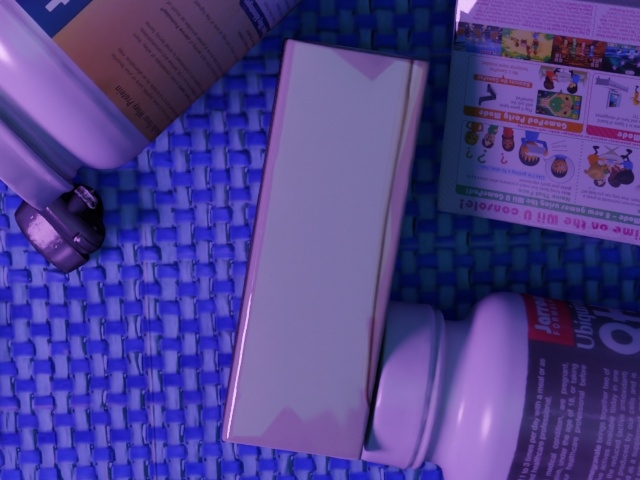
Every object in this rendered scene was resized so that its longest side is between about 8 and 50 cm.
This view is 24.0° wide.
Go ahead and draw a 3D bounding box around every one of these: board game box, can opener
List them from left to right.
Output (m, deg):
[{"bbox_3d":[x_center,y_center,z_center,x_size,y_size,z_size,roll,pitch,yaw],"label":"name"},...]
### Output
[{"bbox_3d":[-0.244,-0.058,1.222,0.073,0.059,0.186,-38,97,4],"label":"can opener"},{"bbox_3d":[0.219,-0.156,1.140,0.224,0.097,0.303,11,111,17],"label":"board game box"}]

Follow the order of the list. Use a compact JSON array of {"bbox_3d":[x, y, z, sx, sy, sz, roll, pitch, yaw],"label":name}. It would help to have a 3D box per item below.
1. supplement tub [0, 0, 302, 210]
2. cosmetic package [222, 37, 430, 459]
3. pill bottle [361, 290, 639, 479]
[{"bbox_3d":[-0.157,-0.197,1.108,0.316,0.228,0.228,-44,97,-3],"label":"supplement tub"},{"bbox_3d":[0.000,0.000,1.189,0.113,0.160,0.309,8,98,-3],"label":"cosmetic package"},{"bbox_3d":[0.197,0.136,1.203,0.319,0.176,0.176,9,97,-3],"label":"pill bottle"}]
